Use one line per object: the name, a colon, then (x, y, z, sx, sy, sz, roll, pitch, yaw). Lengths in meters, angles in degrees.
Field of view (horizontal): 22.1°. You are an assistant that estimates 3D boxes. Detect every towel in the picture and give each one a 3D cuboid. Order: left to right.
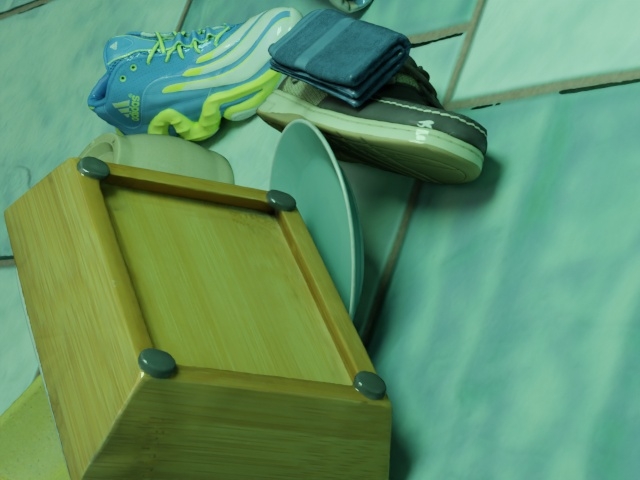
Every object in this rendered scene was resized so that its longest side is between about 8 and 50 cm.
towel: (0.014, -0.141, 1.237, 0.067, 0.029, 0.119, -43, 35, -14)

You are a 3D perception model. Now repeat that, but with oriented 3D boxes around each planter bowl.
planter bowl: (-0.172, -0.033, 1.510, 0.162, 0.109, 0.162, -35, 39, 35)

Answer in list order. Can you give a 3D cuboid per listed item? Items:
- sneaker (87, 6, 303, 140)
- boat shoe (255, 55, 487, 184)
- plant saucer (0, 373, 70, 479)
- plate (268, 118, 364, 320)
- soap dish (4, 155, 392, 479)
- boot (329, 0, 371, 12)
sneaker: (-0.128, -0.158, 1.534, 0.240, 0.126, 0.091, -36, 38, 34)
boat shoe: (0.042, -0.108, 1.278, 0.285, 0.103, 0.092, 19, 84, 64)
plant saucer: (-0.170, 0.215, 1.326, 0.333, 0.081, 0.332, -45, 33, 23)
plate: (0.000, 0.000, 1.251, 0.188, 0.024, 0.188, 173, 90, -70)
soap dish: (-0.086, 0.065, 1.158, 0.118, 0.229, 0.291, -62, 33, 29)
boot: (0.007, -0.327, 1.421, 0.095, 0.258, 0.123, -22, 36, -16)
